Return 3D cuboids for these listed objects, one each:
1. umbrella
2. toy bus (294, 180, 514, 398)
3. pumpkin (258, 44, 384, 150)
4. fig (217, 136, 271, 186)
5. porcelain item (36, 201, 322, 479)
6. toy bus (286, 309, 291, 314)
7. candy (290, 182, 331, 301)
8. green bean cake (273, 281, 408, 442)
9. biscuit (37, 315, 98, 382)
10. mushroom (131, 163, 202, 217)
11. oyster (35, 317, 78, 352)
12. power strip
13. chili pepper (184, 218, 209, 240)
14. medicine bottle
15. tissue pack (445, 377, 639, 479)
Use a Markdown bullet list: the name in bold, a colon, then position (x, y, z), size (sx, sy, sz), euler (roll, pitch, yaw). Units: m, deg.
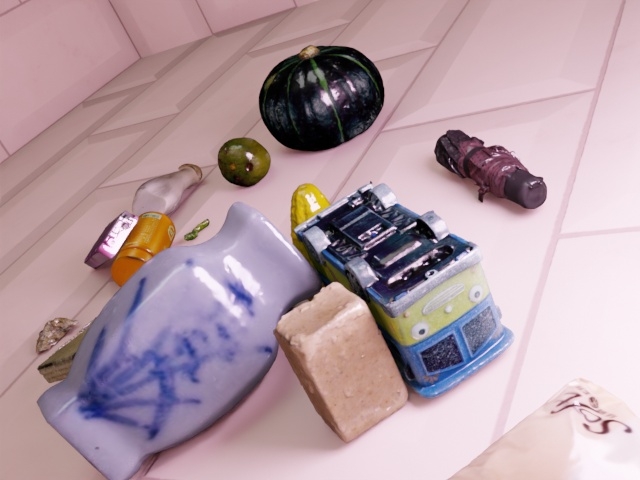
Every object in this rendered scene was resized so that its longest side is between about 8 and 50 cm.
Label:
- **umbrella**: position (0.295, -0.129, 1.305), size (0.094, 0.090, 0.326), euler (-27, 27, -8)
- **toy bus**: position (0.105, 0.055, 1.033), size (0.152, 0.190, 0.312), euler (-32, 28, -11)
- **pumpkin**: position (-0.003, -0.356, 1.799), size (0.315, 0.238, 0.315), euler (-16, 27, 9)
- **fig**: position (-0.172, -0.198, 1.800), size (0.123, 0.123, 0.156), euler (-9, 20, 30)
- **porcelain item**: position (-0.198, 0.146, 1.087), size (0.405, 0.242, 0.178), euler (-45, 11, -12)
- **toy bus**: position (-0.160, 0.076, 1.309), size (0.246, 0.113, 0.134), euler (-7, 28, 30)
- **candy**: position (0.000, 0.000, 1.218), size (0.094, 0.198, 0.106), euler (3, 30, 35)
- **green bean cake**: position (0.027, 0.154, 0.939), size (0.109, 0.179, 0.085), euler (-35, 29, -16)
- **biscuit**: position (-0.388, 0.179, 1.305), size (0.252, 0.052, 0.150), euler (-22, 19, 48)
- **mushroom**: position (-0.388, -0.121, 1.889), size (0.116, 0.093, 0.225), euler (4, 28, 21)
- **oyster**: position (-0.547, 0.189, 1.524), size (0.081, 0.038, 0.083), euler (-12, 29, 21)
- **power strip**: position (-0.472, 0.001, 1.665), size (0.109, 0.037, 0.279), euler (-61, 18, -18)
- **chili pepper**: position (-0.282, -0.021, 1.683), size (0.027, 0.022, 0.083), euler (-1, 32, 42)
- **medicine bottle**: position (-0.380, 0.020, 1.613), size (0.096, 0.096, 0.192), euler (-19, 28, 14)
- **tissue pack**: position (0.207, 0.307, 0.526), size (0.390, 0.195, 0.375), euler (-36, 41, -18)
